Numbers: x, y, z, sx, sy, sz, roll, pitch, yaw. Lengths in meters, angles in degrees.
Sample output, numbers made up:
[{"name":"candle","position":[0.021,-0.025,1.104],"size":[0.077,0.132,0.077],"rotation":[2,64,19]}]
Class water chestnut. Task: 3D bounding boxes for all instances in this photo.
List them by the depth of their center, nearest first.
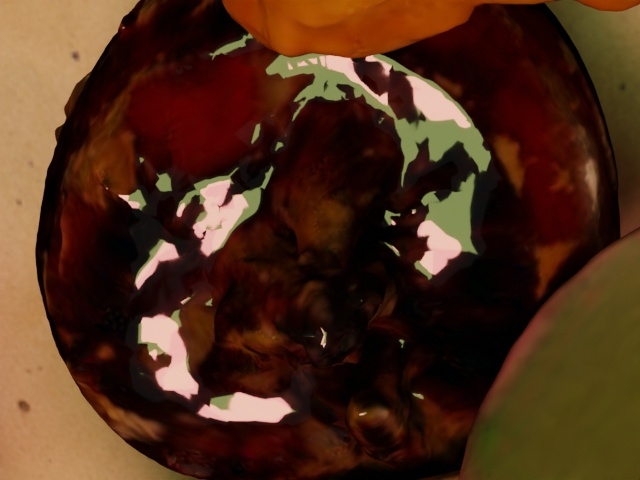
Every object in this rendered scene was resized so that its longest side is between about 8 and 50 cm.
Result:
[{"name":"water chestnut","position":[0.000,0.000,0.552],"size":[0.300,0.300,0.300],"rotation":[5,113,12]}]

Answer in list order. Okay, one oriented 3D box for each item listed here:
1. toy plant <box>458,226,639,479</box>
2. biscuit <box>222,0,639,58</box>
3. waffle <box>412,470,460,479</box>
[{"name":"toy plant","position":[0.221,0.153,0.476],"size":[0.356,0.211,0.317],"rotation":[27,128,-24]},{"name":"biscuit","position":[0.102,-0.208,0.441],"size":[0.312,0.318,0.110],"rotation":[-7,140,16]},{"name":"waffle","position":[-0.003,0.218,0.652],"size":[0.304,0.078,0.348],"rotation":[-10,150,19]}]
